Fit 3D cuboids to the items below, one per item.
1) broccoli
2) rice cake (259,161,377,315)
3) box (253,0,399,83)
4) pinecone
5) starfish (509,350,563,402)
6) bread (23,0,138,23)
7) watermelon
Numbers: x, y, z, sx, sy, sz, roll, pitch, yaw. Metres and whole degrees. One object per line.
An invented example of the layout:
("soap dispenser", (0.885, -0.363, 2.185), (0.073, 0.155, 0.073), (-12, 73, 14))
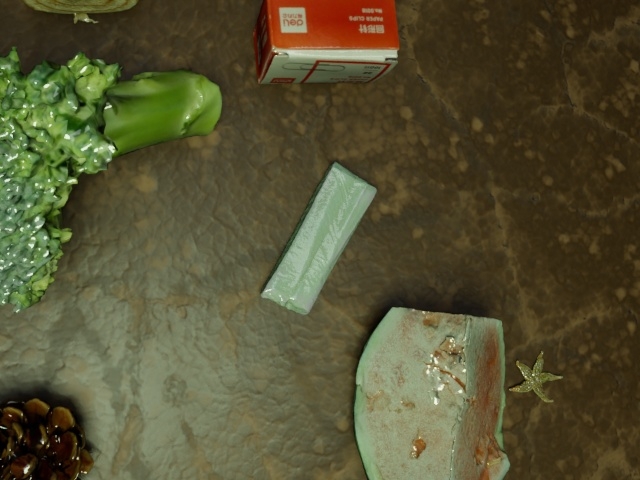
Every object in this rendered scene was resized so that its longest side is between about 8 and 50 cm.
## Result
("broccoli", (-0.315, -0.088, 0.669), (0.353, 0.397, 0.275), (-5, 116, 10))
("rice cake", (-0.001, 0.001, 0.832), (0.080, 0.042, 0.222), (32, 77, -14))
("box", (0.005, -0.274, 0.812), (0.182, 0.133, 0.099), (-4, 87, -17))
("pinecone", (-0.348, 0.253, 0.656), (0.173, 0.173, 0.174), (1, 84, -15))
("starfish", (0.335, 0.222, 0.915), (0.086, 0.016, 0.092), (-35, 97, -13))
("bread", (-0.307, -0.333, 0.741), (0.149, 0.122, 0.073), (-9, 90, -14))
("watermelon", (0.157, 0.248, 0.778), (0.224, 0.180, 0.305), (6, 81, -3))
